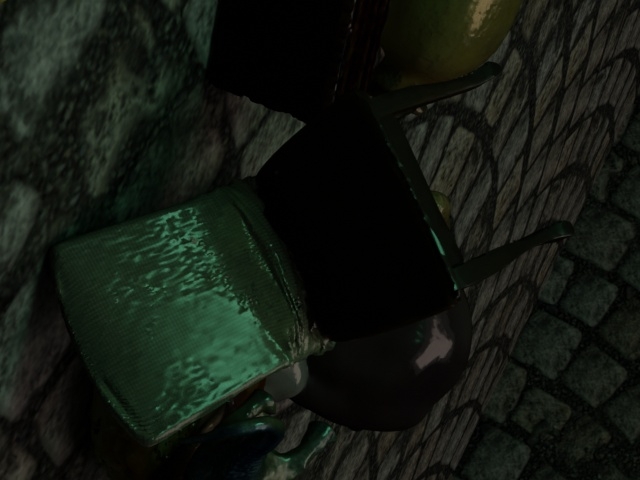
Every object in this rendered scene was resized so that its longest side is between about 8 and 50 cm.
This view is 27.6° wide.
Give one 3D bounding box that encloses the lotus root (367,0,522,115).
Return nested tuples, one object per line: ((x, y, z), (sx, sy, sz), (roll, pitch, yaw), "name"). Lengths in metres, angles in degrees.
((0.132, -0.258, 1.212), (0.146, 0.130, 0.303), (-14, 126, -66), "lotus root")

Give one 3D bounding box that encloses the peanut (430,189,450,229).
((0.143, -0.032, 1.660), (0.054, 0.053, 0.113), (-61, 164, -16), "peanut")

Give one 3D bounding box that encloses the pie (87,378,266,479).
((-0.095, 0.092, 1.065), (0.308, 0.085, 0.308), (-53, 162, -26), "pie")

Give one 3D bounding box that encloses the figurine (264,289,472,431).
((0.049, 0.047, 1.367), (0.218, 0.206, 0.365), (-49, -167, 18), "figurine")

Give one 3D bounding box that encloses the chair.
((0.000, 0.000, 0.899), (0.319, 0.160, 0.186), (-22, 177, -42), "chair")

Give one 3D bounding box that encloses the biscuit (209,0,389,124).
((0.010, -0.262, 0.897), (0.073, 0.107, 0.388), (-40, 149, -54), "biscuit")

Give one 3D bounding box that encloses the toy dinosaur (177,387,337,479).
((-0.065, 0.179, 0.986), (0.147, 0.076, 0.363), (-43, 172, -34), "toy dinosaur")

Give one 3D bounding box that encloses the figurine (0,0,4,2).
((-0.141, -0.181, 0.641), (0.187, 0.083, 0.083), (-46, 154, -34), "figurine")
